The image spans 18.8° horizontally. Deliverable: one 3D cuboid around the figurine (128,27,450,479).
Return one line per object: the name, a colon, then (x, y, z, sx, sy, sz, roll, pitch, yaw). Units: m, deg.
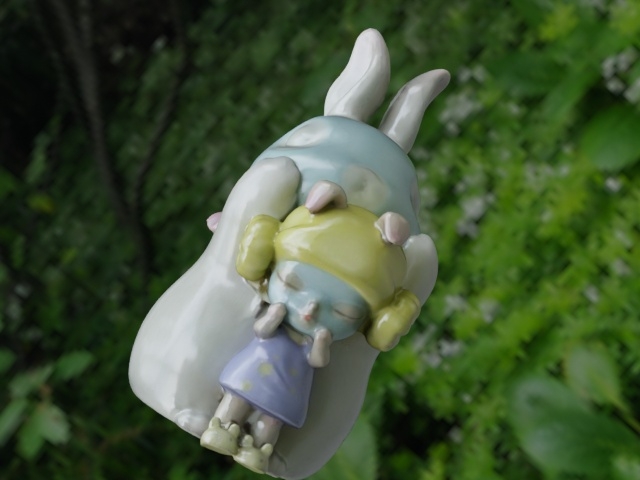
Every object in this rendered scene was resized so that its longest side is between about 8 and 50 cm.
figurine: (0.000, 0.000, 1.007, 0.235, 0.127, 0.155, -62, -3, -1)
